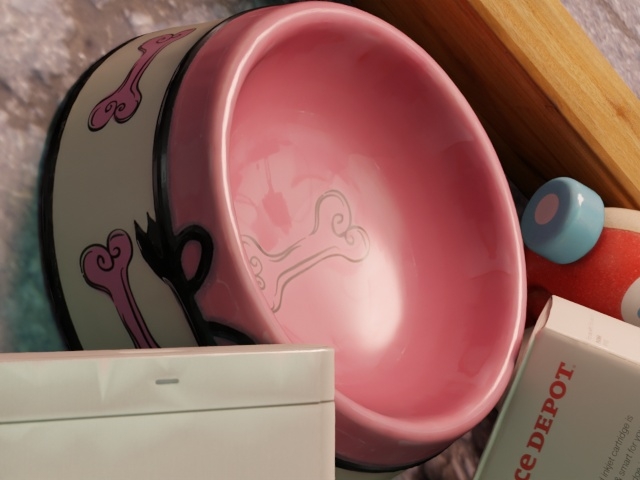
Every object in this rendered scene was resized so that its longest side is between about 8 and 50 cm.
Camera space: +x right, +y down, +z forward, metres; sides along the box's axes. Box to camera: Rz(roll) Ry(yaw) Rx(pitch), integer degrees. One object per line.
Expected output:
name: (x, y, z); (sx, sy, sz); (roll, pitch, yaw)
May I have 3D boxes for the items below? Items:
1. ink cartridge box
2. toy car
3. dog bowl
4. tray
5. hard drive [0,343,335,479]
ink cartridge box: (0.277, 0.192, 1.007); (0.283, 0.207, 0.117); (22, 17, 9)
toy car: (0.233, 0.101, 1.136); (0.219, 0.210, 0.238); (25, 68, -26)
dog bowl: (0.000, 0.000, 0.950); (0.408, 0.150, 0.407); (21, 60, -41)
tray: (0.165, -0.166, 1.158); (0.411, 0.203, 0.076); (43, 79, -25)
hard drive: (-0.098, 0.240, 0.711); (0.233, 0.047, 0.353); (1, 89, -32)
